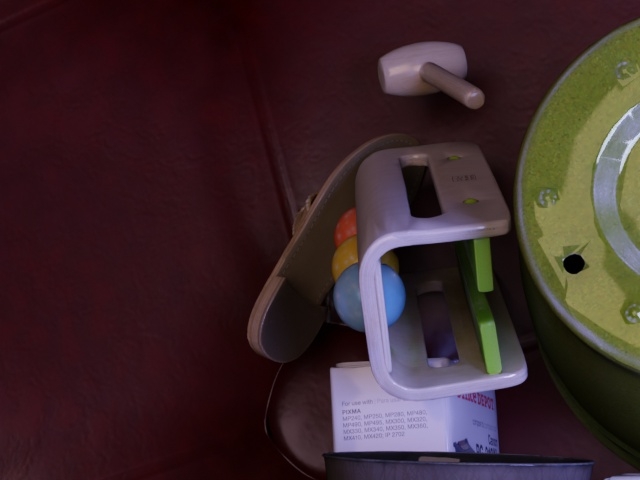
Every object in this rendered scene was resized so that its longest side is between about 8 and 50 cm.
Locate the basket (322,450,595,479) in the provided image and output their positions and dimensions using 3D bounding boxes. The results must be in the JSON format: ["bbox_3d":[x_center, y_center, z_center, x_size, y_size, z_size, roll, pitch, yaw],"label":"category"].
[{"bbox_3d":[0.091,0.259,0.930,0.204,0.154,0.227,-7,80,45],"label":"basket"}]

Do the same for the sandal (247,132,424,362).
[{"bbox_3d":[-0.004,-0.004,1.243,0.079,0.088,0.240,14,67,53],"label":"sandal"}]

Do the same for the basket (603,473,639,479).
[{"bbox_3d":[0.278,0.310,0.964,0.254,0.201,0.289,-1,81,21],"label":"basket"}]

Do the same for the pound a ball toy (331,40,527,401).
[{"bbox_3d":[0.070,-0.029,1.094,0.135,0.319,0.208,-8,106,2],"label":"pound a ball toy"}]

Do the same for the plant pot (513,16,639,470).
[{"bbox_3d":[0.292,-0.002,0.979,0.366,0.353,0.367,-4,78,20],"label":"plant pot"}]

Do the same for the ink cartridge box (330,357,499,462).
[{"bbox_3d":[0.084,0.220,1.113,0.100,0.172,0.237,-7,77,18],"label":"ink cartridge box"}]
